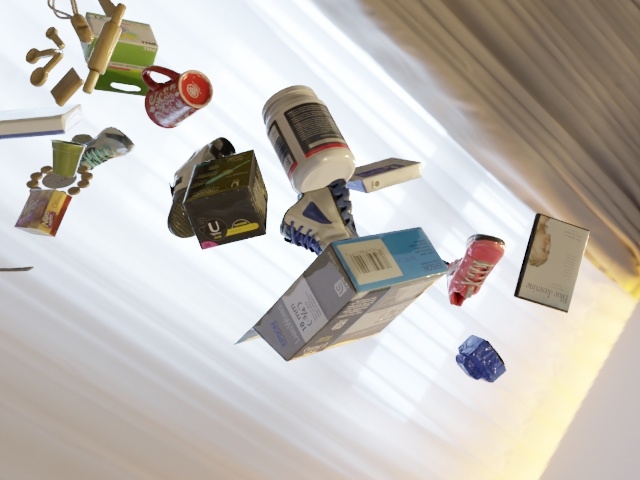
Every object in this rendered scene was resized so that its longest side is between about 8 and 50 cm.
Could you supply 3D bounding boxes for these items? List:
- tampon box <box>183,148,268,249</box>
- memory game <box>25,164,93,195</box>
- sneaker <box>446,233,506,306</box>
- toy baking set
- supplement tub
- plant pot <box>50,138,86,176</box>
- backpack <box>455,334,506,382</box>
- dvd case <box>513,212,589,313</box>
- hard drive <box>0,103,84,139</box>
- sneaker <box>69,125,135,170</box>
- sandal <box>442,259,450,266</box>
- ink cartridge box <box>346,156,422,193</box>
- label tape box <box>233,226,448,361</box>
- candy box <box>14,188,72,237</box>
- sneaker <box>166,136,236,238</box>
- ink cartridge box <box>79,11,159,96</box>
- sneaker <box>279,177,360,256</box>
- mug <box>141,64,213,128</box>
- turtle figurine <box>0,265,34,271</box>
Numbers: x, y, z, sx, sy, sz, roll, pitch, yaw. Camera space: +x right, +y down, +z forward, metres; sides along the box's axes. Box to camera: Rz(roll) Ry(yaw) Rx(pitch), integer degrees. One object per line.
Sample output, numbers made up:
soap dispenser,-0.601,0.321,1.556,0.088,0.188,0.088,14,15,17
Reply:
tampon box,-0.164,-0.074,1.325,0.120,0.101,0.161,-14,-151,7
memory game,-0.749,-0.172,2.124,0.186,0.186,0.012,-76,170,-49
sneaker,0.447,0.095,2.128,0.314,0.116,0.136,112,-8,-59
toy baking set,-0.415,-0.352,1.251,0.197,0.030,0.256,20,-96,28
supplement tub,-0.037,-0.273,2.038,0.191,0.191,0.272,-41,-119,28
plant pot,-0.600,-0.192,1.744,0.083,0.083,0.079,-146,-114,-70
backpack,0.430,0.327,1.989,0.101,0.120,0.098,-43,-167,-4
dvd case,0.666,0.066,2.129,0.022,0.180,0.253,-174,-79,-74
hard drive,-0.687,-0.247,1.576,0.319,0.040,0.210,-6,-162,-5
sneaker,-0.692,-0.266,2.303,0.283,0.110,0.122,-6,-131,36
sandal,0.345,0.067,2.344,0.179,0.067,0.040,26,-106,35
ink cartridge box,0.186,-0.227,2.621,0.333,0.065,0.165,-17,-158,-33
label tape box,0.033,0.122,1.318,0.241,0.106,0.333,-9,151,-44
candy box,-0.684,-0.069,1.823,0.187,0.053,0.109,6,-108,51
sneaker,-0.343,-0.129,1.984,0.146,0.122,0.330,-11,-138,36
ink cartridge box,-0.542,-0.509,2.038,0.097,0.189,0.255,-63,-141,35
sneaker,0.000,-0.001,1.774,0.127,0.182,0.315,92,-14,-57
mug,-0.348,-0.344,1.751,0.169,0.150,0.113,-8,-114,53
turtle figurine,-0.810,-0.005,1.561,0.266,0.198,0.275,-36,-125,-18
